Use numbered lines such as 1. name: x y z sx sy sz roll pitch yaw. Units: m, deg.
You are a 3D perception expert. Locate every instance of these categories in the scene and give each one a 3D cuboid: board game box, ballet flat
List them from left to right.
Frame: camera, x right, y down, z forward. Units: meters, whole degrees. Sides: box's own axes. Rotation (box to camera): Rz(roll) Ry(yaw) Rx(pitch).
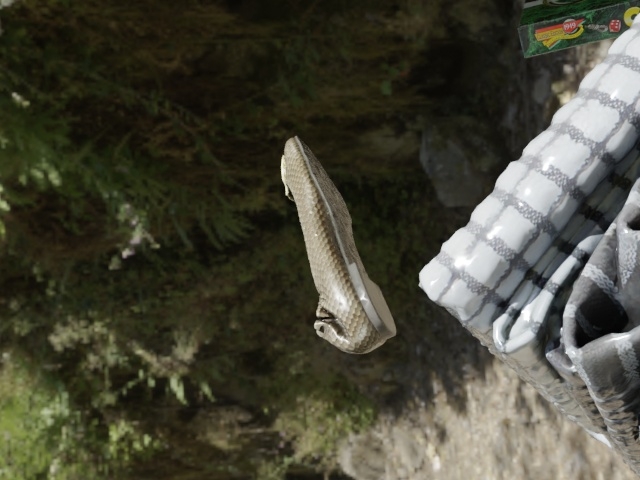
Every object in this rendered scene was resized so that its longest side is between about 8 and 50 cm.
1. ballet flat: 0.000 0.000 0.770 0.084 0.058 0.250 45 -162 -46
2. board game box: 0.282 -0.196 0.648 0.136 0.259 0.030 -66 -39 -54

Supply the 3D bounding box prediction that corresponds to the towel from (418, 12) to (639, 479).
1. towel: 0.201 0.003 0.416 0.121 0.235 0.283 40 180 34
